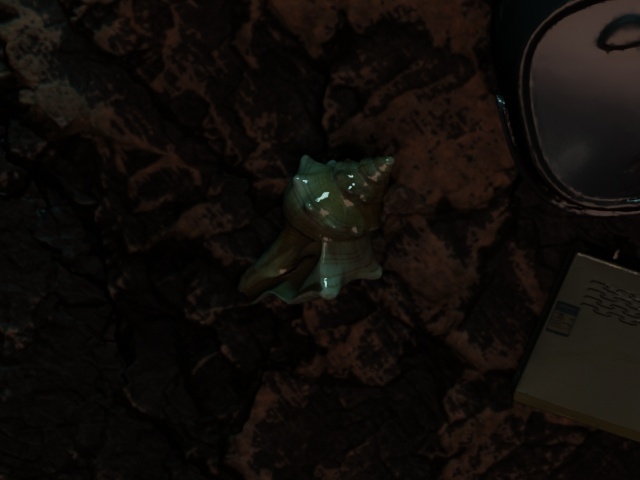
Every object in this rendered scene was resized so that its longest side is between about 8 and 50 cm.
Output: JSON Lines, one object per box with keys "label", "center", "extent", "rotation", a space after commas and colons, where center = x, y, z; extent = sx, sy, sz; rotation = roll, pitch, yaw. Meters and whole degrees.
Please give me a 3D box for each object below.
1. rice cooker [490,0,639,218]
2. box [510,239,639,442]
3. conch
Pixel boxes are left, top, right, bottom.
{"label": "rice cooker", "center": [0.277, -0.158, 1.633], "extent": [0.267, 0.224, 0.267], "rotation": [0, 113, 1]}
{"label": "box", "center": [0.354, 0.119, 1.850], "extent": [0.270, 0.045, 0.211], "rotation": [17, 113, -5]}
{"label": "conch", "center": [0.014, 0.000, 1.771], "extent": [0.114, 0.137, 0.234], "rotation": [1, 127, -26]}
